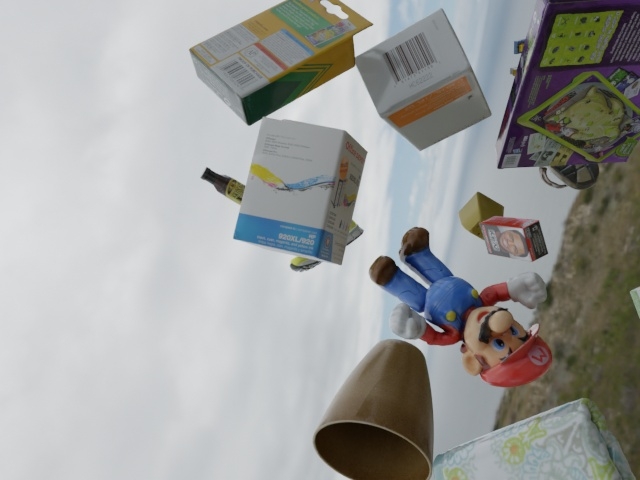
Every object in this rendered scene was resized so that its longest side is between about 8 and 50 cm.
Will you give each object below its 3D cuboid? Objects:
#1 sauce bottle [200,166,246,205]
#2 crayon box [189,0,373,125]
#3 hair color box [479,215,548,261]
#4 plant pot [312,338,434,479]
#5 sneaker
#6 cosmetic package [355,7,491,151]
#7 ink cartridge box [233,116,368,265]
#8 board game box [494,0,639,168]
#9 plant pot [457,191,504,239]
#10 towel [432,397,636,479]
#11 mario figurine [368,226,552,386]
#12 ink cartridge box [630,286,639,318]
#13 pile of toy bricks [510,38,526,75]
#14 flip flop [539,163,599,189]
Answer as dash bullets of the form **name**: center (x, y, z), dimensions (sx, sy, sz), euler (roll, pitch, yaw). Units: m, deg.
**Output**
- **sauce bottle**: center (-0.174, -0.100, 1.313), dimensions (0.042, 0.128, 0.042), euler (-51, 22, 29)
- **crayon box**: center (-0.076, -0.387, 1.381), dimensions (0.323, 0.203, 0.083), euler (-33, -34, -16)
- **hair color box**: center (0.376, -0.005, 1.315), dimensions (0.141, 0.043, 0.071), euler (12, 123, 68)
- **plant pot**: center (0.136, 0.337, 1.377), dimensions (0.254, 0.237, 0.237), euler (-64, -18, -44)
- **sneaker**: center (0.000, 0.000, 1.605), dimensions (0.209, 0.094, 0.081), euler (-33, -2, -27)
- **cosmetic package**: center (0.269, -0.374, 1.665), dimensions (0.161, 0.230, 0.453), euler (67, -162, 10)
- **ink cartridge box**: center (-0.031, -0.088, 1.251), dimensions (0.171, 0.168, 0.232), euler (22, -99, -71)
- **board game box**: center (0.370, -0.214, 0.918), dimensions (0.346, 0.208, 0.056), euler (83, -171, -63)
- **plant pot**: center (0.384, -0.049, 1.598), dimensions (0.081, 0.082, 0.083), euler (-53, 14, 35)
- **towel**: center (0.366, 0.469, 1.037), dimensions (0.090, 0.321, 0.374), euler (-1, -118, -47)
- **mario figurine**: center (0.236, 0.100, 1.086), dimensions (0.198, 0.320, 0.170), euler (-57, -26, 14)
- **ink cartridge box**: center (0.714, 0.148, 1.247), dimensions (0.235, 0.056, 0.171), euler (-31, 75, 63)
- **pile of toy bricks**: center (0.565, -0.451, 1.599), dimensions (0.105, 0.212, 0.118), euler (38, 139, 55)
- **flip flop**: center (0.573, -0.173, 1.634), dimensions (0.277, 0.112, 0.080), euler (-131, 30, -62)
